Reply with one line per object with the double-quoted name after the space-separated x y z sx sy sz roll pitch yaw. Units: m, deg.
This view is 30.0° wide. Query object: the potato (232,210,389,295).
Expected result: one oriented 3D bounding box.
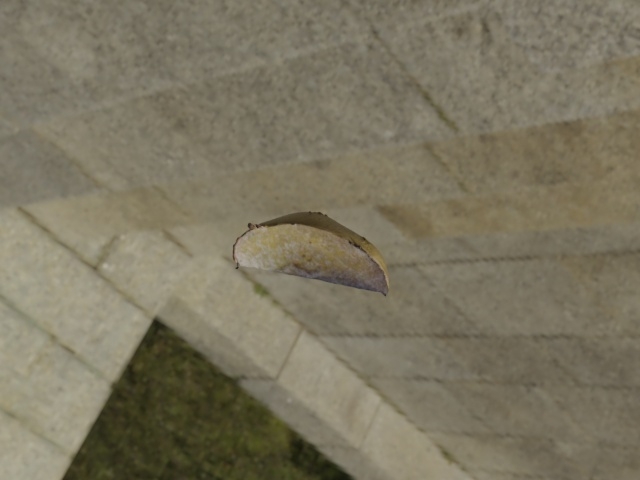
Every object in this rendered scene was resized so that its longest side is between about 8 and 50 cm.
-0.001 -0.001 0.646 0.093 0.036 0.037 10 125 24 "potato"
